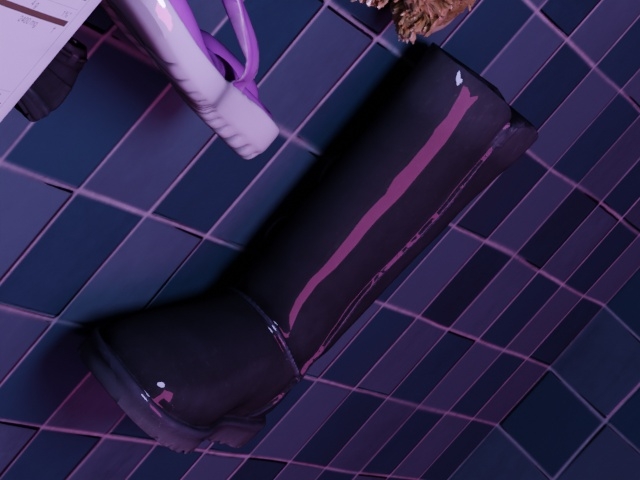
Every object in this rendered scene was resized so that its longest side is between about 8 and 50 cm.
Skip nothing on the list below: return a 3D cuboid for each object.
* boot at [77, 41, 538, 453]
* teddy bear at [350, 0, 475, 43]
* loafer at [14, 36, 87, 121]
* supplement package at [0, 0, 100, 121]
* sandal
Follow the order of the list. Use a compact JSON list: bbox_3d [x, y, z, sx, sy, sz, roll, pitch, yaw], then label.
[{"bbox_3d":[0.000,0.000,1.848,0.445,0.146,0.367,-44,168,7],"label":"boot"},{"bbox_3d":[0.116,-0.291,1.651,0.245,0.113,0.338,-41,166,7],"label":"teddy bear"},{"bbox_3d":[-0.212,-0.156,1.328,0.078,0.076,0.223,-47,163,-9],"label":"loafer"},{"bbox_3d":[-0.222,-0.187,1.030,0.293,0.177,0.175,-49,157,13],"label":"supplement package"},{"bbox_3d":[-0.093,-0.172,1.399,0.102,0.169,0.416,-42,170,-1],"label":"sandal"}]
